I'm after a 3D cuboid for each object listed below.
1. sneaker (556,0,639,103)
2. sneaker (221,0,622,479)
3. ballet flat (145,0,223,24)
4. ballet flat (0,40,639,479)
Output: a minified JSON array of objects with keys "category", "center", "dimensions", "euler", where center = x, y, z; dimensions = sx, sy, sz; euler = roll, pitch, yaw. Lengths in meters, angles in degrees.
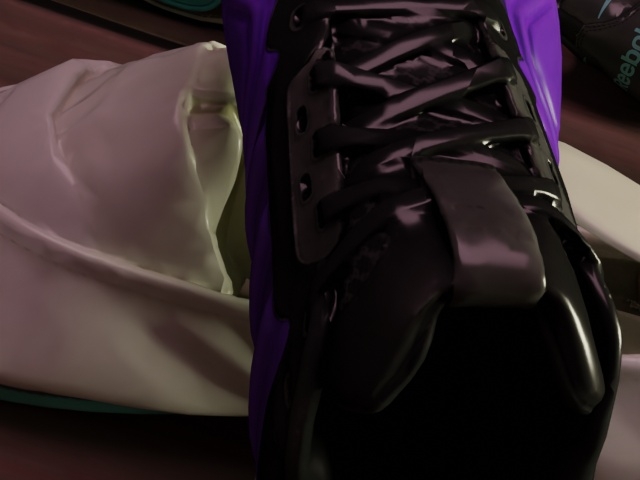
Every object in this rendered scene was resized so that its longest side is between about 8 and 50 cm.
[{"category":"sneaker","center":[0.216,-0.161,0.851],"dimensions":[0.106,0.101,0.267],"euler":[24,34,12]},{"category":"sneaker","center":[0.030,-0.008,0.371],"dimensions":[0.102,0.293,0.146],"euler":[-2,-4,-6]},{"category":"ballet flat","center":[-0.031,-0.150,0.743],"dimensions":[0.248,0.086,0.086],"euler":[26,35,0]},{"category":"ballet flat","center":[0.000,0.000,0.502],"dimensions":[0.400,0.139,0.139],"euler":[16,35,-4]}]
